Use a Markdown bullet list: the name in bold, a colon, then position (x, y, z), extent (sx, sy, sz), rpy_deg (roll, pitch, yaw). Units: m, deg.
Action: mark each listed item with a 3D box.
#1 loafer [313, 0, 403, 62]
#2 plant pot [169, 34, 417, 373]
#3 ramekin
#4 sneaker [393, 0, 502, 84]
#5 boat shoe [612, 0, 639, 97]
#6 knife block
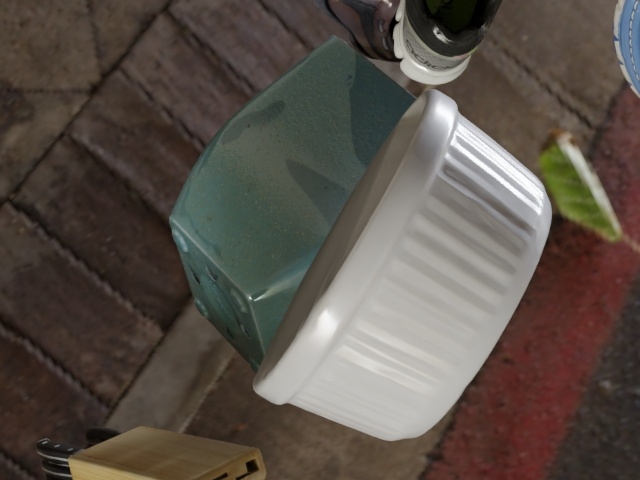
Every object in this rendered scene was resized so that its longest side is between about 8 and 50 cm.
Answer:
- **loafer**: position (0.085, -0.218, 1.441), extent (0.095, 0.109, 0.302), rpy_deg (35, 9, 22)
- **plant pot**: position (0.000, 0.000, 1.447), extent (0.252, 0.247, 0.248), rpy_deg (-33, 50, -17)
- **ramekin**: position (0.068, 0.029, 1.123), extent (0.127, 0.273, 0.273), rpy_deg (30, 56, -4)
- **sneaker**: position (0.081, -0.174, 0.824), extent (0.063, 0.075, 0.170), rpy_deg (11, 89, -10)
- **boat shoe**: position (0.169, -0.048, 0.522), extent (0.066, 0.066, 0.183), rpy_deg (-50, 136, 6)
- **knife block**: position (-0.179, 0.222, 1.394), extent (0.088, 0.275, 0.242), rpy_deg (-22, 58, -35)
